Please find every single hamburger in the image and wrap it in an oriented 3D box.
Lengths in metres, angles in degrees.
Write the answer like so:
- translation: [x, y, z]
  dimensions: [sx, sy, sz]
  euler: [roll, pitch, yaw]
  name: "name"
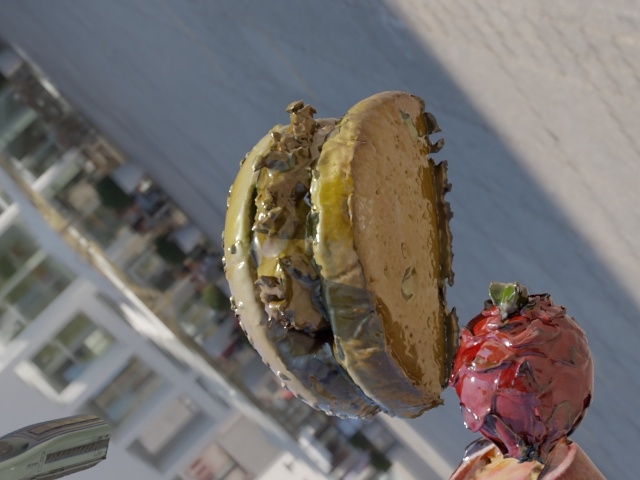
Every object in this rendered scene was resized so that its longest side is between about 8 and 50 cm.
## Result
- translation: [0.000, 0.000, 1.726]
  dimensions: [0.287, 0.268, 0.446]
  euler: [26, -123, -51]
  name: "hamburger"

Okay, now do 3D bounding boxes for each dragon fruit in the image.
- translation: [0.234, 0.153, 1.571]
  dimensions: [0.172, 0.210, 0.172]
  euler: [1, 176, 0]
  name: "dragon fruit"

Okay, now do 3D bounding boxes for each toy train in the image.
- translation: [-0.293, 0.213, 1.356]
  dimensions: [0.055, 0.048, 0.252]
  euler: [22, -173, 18]
  name: "toy train"

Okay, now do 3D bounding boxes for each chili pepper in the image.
- translation: [0.327, 0.412, 1.841]
  dimensions: [0.305, 0.251, 0.229]
  euler: [45, -148, -11]
  name: "chili pepper"
